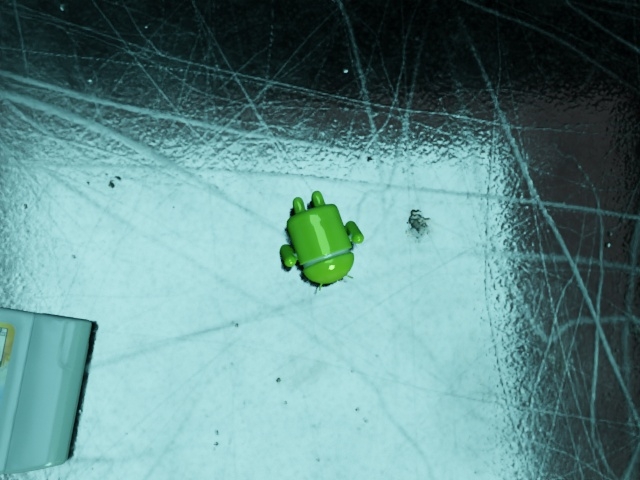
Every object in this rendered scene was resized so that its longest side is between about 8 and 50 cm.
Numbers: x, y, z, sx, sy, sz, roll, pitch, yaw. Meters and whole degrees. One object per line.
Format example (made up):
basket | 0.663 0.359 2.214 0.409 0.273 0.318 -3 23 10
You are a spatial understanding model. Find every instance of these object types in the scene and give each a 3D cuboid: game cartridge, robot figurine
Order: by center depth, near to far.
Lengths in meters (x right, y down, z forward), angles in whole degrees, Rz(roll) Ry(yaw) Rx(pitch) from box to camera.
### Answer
game cartridge | -0.430 0.166 1.024 0.297 0.062 0.198 9 78 -4
robot figurine | 0.000 0.000 1.070 0.101 0.067 0.115 -19 85 -6
